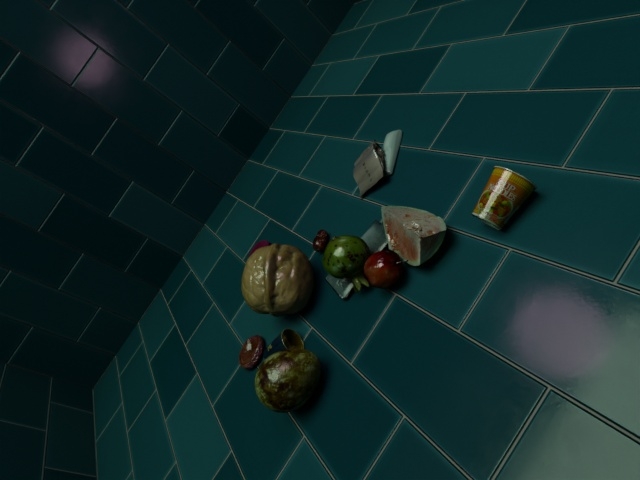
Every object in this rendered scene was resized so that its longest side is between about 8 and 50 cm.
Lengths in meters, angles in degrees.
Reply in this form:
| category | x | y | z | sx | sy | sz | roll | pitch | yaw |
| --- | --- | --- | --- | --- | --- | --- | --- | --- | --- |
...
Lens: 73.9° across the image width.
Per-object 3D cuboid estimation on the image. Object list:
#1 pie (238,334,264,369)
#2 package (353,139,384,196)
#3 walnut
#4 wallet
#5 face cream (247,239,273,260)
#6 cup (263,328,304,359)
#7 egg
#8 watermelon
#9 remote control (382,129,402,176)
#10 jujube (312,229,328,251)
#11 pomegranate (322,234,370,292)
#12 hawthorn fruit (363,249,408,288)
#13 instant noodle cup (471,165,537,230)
| category | x | y | z | sx | sy | sz | roll | pitch | yaw |
| --- | --- | --- | --- | --- | --- | --- | --- | --- | --- |
| pie | -0.351 | 0.569 | 2.173 | 0.182 | 0.049 | 0.182 | -38 | 34 | 31 |
| package | 0.253 | -0.368 | 2.195 | 0.204 | 0.062 | 0.251 | -45 | 41 | 44 |
| walnut | -0.207 | 0.188 | 2.083 | 0.381 | 0.381 | 0.381 | -32 | 40 | 31 |
| wallet | 0.181 | 0.082 | 1.937 | 0.379 | 0.046 | 0.191 | -51 | 36 | 4 |
| face cream | -0.276 | 0.115 | 2.346 | 0.175 | 0.195 | 0.175 | -30 | 41 | 30 |
| cup | -0.168 | 0.491 | 1.963 | 0.155 | 0.131 | 0.176 | -42 | 6 | 25 |
| egg | -0.129 | 0.563 | 1.734 | 0.289 | 0.238 | 0.238 | -34 | 36 | 6 |
| watermelon | 0.359 | -0.042 | 1.701 | 0.224 | 0.180 | 0.305 | -49 | 36 | 4 |
| remote control | 0.349 | -0.452 | 2.196 | 0.103 | 0.051 | 0.293 | -13 | 53 | 45 |
| jujube | 0.000 | 0.000 | 2.215 | 0.077 | 0.077 | 0.129 | -23 | 40 | 39 |
| pomegranate | 0.121 | 0.093 | 1.825 | 0.211 | 0.263 | 0.211 | -28 | 2 | 1 |
| hawthorn fruit | 0.269 | 0.109 | 1.704 | 0.194 | 0.157 | 0.157 | -30 | 40 | 40 |
| instant noodle cup | 0.630 | -0.141 | 1.493 | 0.185 | 0.168 | 0.168 | -59 | 33 | 8 |
